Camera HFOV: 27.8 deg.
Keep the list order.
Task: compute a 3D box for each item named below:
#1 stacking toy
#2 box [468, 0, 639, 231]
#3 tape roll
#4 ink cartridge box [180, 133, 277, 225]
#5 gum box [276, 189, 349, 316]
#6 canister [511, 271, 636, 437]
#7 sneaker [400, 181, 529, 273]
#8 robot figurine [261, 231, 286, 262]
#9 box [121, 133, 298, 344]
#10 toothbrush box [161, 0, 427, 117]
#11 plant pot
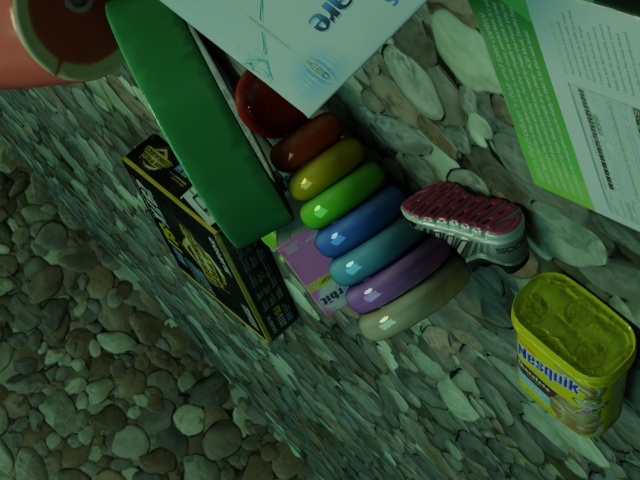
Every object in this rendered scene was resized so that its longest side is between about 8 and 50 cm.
[{"bbox_3d":[0.023,-0.059,1.427,0.330,0.141,0.141,57,163,-3],"label":"stacking toy"},{"bbox_3d":[0.245,-0.084,0.885,0.322,0.058,0.232,30,156,45],"label":"box"},{"bbox_3d":[-0.137,-0.147,1.488,0.321,0.077,0.321,61,-178,-4],"label":"tape roll"},{"bbox_3d":[-0.123,-0.080,1.762,0.060,0.104,0.180,48,165,-5],"label":"ink cartridge box"},{"bbox_3d":[0.000,0.000,1.580,0.107,0.062,0.188,54,-169,-19],"label":"gum box"},{"bbox_3d":[0.253,0.120,1.307,0.126,0.073,0.170,40,164,26],"label":"canister"},{"bbox_3d":[0.147,-0.008,1.299,0.170,0.063,0.075,19,141,51],"label":"sneaker"},{"bbox_3d":[-0.048,-0.023,1.764,0.101,0.067,0.115,66,165,2],"label":"robot figurine"},{"bbox_3d":[-0.181,0.000,2.151,0.257,0.079,0.322,39,162,35],"label":"box"},{"bbox_3d":[-0.049,-0.253,0.849,0.295,0.126,0.216,37,146,-11],"label":"toothbrush box"},{"bbox_3d":[-0.360,-0.309,1.608,0.243,0.275,0.275,17,147,45],"label":"plant pot"}]
